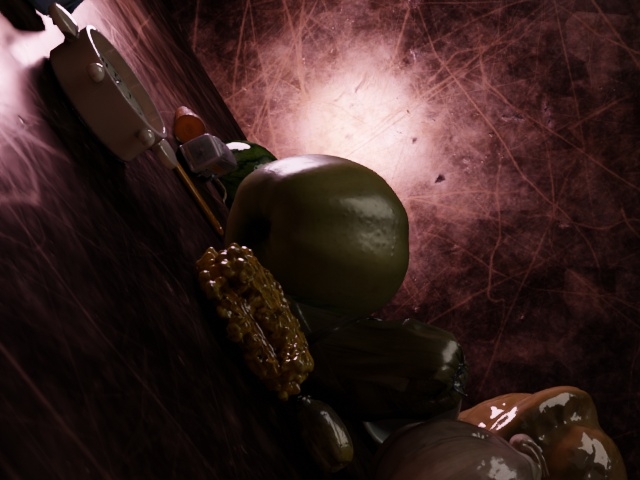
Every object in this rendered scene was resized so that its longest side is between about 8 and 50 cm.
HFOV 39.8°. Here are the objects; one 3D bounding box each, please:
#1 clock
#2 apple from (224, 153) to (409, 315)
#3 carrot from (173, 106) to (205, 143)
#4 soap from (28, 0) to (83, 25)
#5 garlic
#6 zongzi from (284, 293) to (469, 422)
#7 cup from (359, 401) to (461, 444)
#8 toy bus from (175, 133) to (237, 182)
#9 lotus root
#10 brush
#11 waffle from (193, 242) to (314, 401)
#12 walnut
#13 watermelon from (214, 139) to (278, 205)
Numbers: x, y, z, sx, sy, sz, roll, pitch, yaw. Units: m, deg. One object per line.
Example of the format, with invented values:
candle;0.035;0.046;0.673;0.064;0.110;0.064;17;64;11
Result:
clock;-0.243;-0.164;1.006;0.229;0.063;0.155;53;7;-30
apple;0.000;0.000;1.322;0.279;0.279;0.279;58;3;-4
carrot;-0.254;-0.230;1.670;0.057;0.057;0.224;57;0;-21
soap;-0.368;-0.383;1.011;0.156;0.077;0.293;59;3;31
garlic;0.186;0.375;1.139;0.322;0.241;0.321;-12;90;-80
zongzi;0.042;0.128;1.161;0.274;0.251;0.125;52;46;-26
cup;0.103;0.252;1.642;0.258;0.186;0.234;28;0;-16
toy bus;-0.193;-0.142;1.520;0.057;0.072;0.172;62;4;4
lotus root;0.001;0.225;1.038;0.099;0.054;0.049;58;13;10
brush;-0.223;-0.122;1.354;0.272;0.013;0.103;58;3;-12
waffle;-0.073;0.092;1.045;0.193;0.070;0.197;57;2;-25
walnut;0.358;0.451;1.577;0.383;0.384;0.383;58;3;-4
watermelon;-0.135;-0.121;1.771;0.232;0.127;0.204;44;16;-55
